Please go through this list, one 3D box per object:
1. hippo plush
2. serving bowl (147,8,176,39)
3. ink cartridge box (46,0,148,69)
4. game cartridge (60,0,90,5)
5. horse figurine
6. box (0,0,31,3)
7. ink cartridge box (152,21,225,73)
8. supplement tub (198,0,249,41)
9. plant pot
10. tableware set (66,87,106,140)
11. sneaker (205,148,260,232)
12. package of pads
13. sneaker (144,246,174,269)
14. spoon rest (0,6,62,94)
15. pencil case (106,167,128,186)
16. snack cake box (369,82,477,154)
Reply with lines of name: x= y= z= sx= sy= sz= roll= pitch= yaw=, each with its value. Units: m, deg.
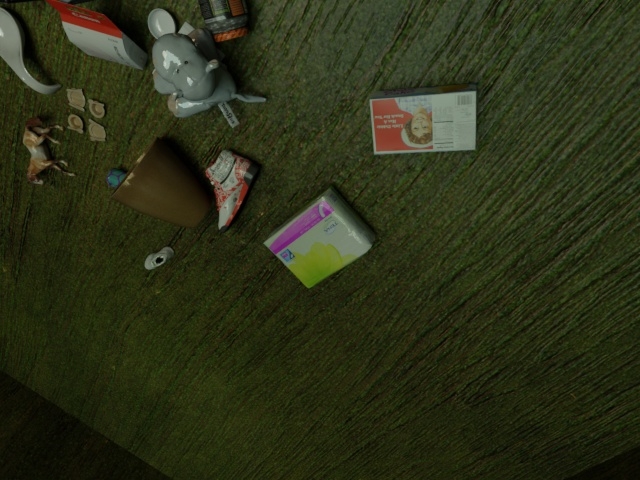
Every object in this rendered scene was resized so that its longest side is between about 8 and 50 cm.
hippo plush: x=-0.345 y=-0.412 z=1.241 sx=0.234 sy=0.236 sz=0.294 roll=-36 pitch=100 yaw=15
serving bowl: x=-0.437 y=-0.602 z=1.319 sx=0.083 sy=0.027 sz=0.083 roll=8 pitch=121 yaw=13
ink cartridge box: x=-0.614 y=-0.556 z=1.291 sx=0.189 sy=0.232 sz=0.066 roll=18 pitch=93 yaw=7
game cartridge: x=-0.527 y=-0.694 z=1.192 sx=0.294 sy=0.196 sz=0.060 roll=-19 pitch=120 yaw=26
horse figurine: x=-0.957 y=-0.314 z=1.634 sx=0.175 sy=0.066 sz=0.263 roll=6 pitch=124 yaw=7
box: x=-0.908 y=-0.726 z=1.300 sx=0.261 sy=0.184 sz=0.103 roll=13 pitch=120 yaw=10
ink cartridge box: x=-0.377 y=-0.506 z=1.362 sx=0.145 sy=0.045 sz=0.179 roll=39 pitch=105 yaw=-7
supplement tub: x=-0.252 y=-0.614 z=1.201 sx=0.117 sy=0.117 sz=0.190 roll=-3 pitch=118 yaw=19
plant pot: x=-0.483 y=-0.159 z=1.503 sx=0.254 sy=0.237 sz=0.237 roll=37 pitch=125 yaw=-25
tableware set: x=-0.765 y=-0.408 z=1.544 sx=0.141 sy=0.020 sz=0.168 roll=21 pitch=123 yaw=4
sneaker: x=-0.305 y=-0.160 z=1.508 sx=0.145 sy=0.090 sz=0.270 roll=31 pitch=121 yaw=-1
package of pads: x=0.000 y=0.000 z=1.499 sx=0.296 sy=0.101 sz=0.229 roll=-36 pitch=104 yaw=32
sneaker: x=-0.613 y=0.073 z=1.760 sx=0.152 sy=0.061 sz=0.053 roll=-29 pitch=110 yaw=31
spoon rest: x=-0.928 y=-0.578 z=1.455 sx=0.137 sy=0.084 sz=0.276 roll=-23 pitch=112 yaw=27
pencil case: x=-0.644 y=-0.192 z=1.608 sx=0.152 sy=0.064 sz=0.070 roll=21 pitch=107 yaw=5
snack cake box: x=0.269 y=-0.315 z=1.234 sx=0.265 sy=0.089 sz=0.152 roll=1 pitch=122 yaw=17
